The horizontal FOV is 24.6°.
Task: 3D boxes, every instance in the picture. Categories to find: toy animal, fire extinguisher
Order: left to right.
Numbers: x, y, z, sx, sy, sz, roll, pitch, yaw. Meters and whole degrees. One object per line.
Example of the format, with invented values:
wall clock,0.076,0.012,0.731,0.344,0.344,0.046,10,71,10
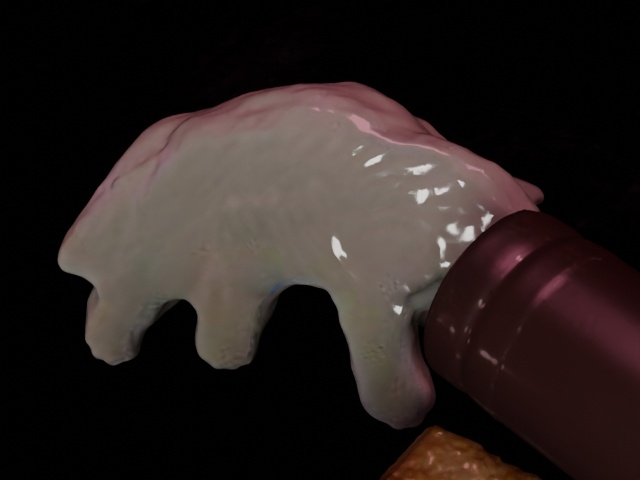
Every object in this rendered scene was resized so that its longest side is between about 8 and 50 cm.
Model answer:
toy animal,0.000,0.000,1.008,0.308,0.266,0.188,-34,10,24
fire extinguisher,0.213,0.105,0.751,0.337,0.114,0.135,38,95,34

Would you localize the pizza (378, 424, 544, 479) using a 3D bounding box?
pizza,0.084,0.242,0.723,0.258,0.087,0.268,29,46,27
